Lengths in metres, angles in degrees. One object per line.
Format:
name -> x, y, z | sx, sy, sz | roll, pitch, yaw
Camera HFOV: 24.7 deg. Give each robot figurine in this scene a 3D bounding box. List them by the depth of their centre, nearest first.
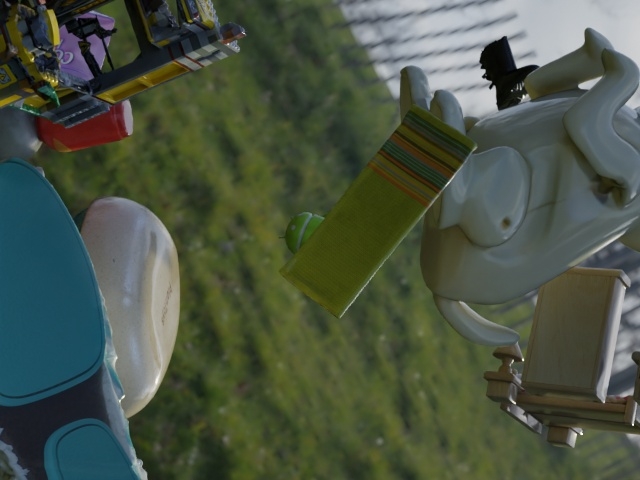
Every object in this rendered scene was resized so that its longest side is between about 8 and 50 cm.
robot figurine -> 0.000, 0.000, 2.140 | 0.115, 0.101, 0.067 | 20, -40, 11

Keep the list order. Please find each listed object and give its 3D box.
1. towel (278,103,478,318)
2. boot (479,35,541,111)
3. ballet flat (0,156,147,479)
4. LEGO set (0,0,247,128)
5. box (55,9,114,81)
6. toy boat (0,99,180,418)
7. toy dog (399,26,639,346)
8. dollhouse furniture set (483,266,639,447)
towel -> 0.060, -0.034, 1.551 | 0.102, 0.237, 0.021 | 35, -6, 42
boot -> 0.286, -0.262, 2.204 | 0.121, 0.045, 0.099 | 131, -50, -56
ballet flat -> -0.225, 0.144, 1.141 | 0.147, 0.147, 0.409 | 96, -25, -82
LEGO set -> -0.187, -0.246, 1.113 | 0.255, 0.192, 0.331 | 35, 35, -68
box -> -0.466, -0.326, 2.169 | 0.213, 0.117, 0.243 | 8, 17, -42
toy boat -> -0.231, 0.003, 1.414 | 0.267, 0.148, 0.318 | -83, 165, -65
toy dog -> 0.328, -0.064, 1.811 | 0.284, 0.408, 0.395 | -131, -145, -81
dollhouse furniture set -> 0.417, 0.178, 2.039 | 0.355, 0.303, 0.174 | 38, 61, -54
